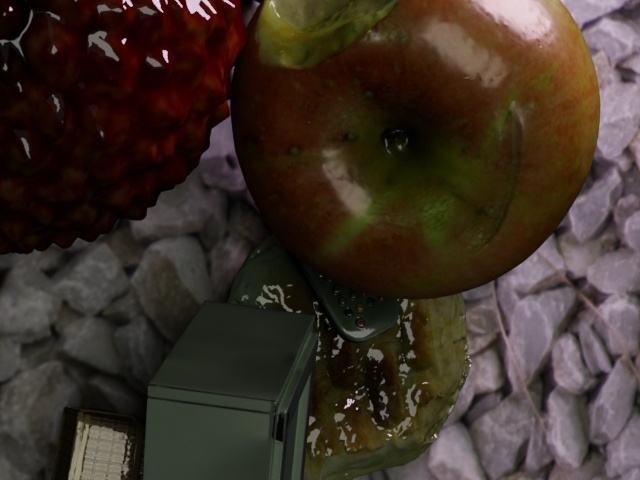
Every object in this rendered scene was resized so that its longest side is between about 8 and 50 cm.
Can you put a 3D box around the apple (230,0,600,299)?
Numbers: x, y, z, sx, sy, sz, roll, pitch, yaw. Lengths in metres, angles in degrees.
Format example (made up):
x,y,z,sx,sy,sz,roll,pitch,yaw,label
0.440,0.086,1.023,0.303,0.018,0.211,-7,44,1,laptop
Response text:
x,y,z,sx,sy,sz,roll,pitch,yaw,label
0.086,-0.120,1.533,0.339,0.339,0.340,1,88,-23,apple

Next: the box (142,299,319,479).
x,y,z,sx,sy,sz,roll,pitch,yaw,label
-0.079,0.201,1.541,0.117,0.225,0.225,7,108,7,box

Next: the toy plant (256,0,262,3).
x,y,z,sx,sy,sz,roll,pitch,yaw,label
0.010,-0.333,1.641,0.112,0.232,0.243,41,87,-15,toy plant

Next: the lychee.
x,y,z,sx,sy,sz,roll,pitch,yaw,label
-0.272,-0.177,1.427,0.424,0.500,0.425,4,54,-5,lychee

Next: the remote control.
x,y,z,sx,sy,sz,roll,pitch,yaw,label
0.000,0.000,1.657,0.072,0.042,0.222,-25,74,-22,remote control

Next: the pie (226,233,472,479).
x,y,z,sx,sy,sz,roll,pitch,yaw,label
0.030,0.106,1.720,0.306,0.071,0.306,0,90,-23,pie

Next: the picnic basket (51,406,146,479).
x,y,z,sx,sy,sz,roll,pitch,yaw,label
-0.202,0.215,1.569,0.079,0.164,0.115,9,85,-13,picnic basket
